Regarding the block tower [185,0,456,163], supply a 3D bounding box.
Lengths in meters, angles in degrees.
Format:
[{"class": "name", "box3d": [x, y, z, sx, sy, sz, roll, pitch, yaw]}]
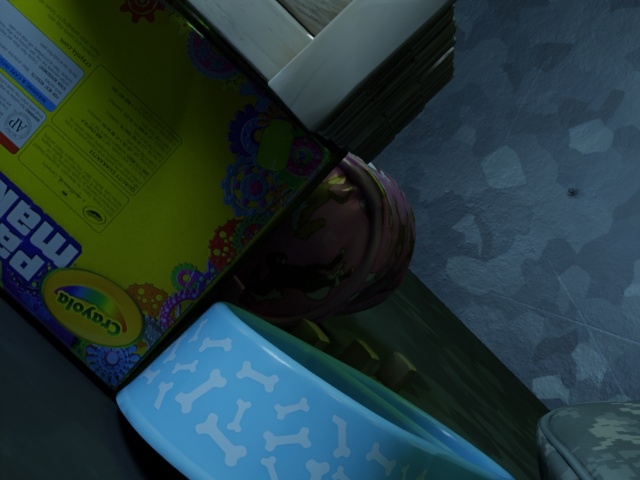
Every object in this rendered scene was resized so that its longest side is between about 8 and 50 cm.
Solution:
[{"class": "block tower", "box3d": [0.016, -0.112, 0.620, 0.097, 0.091, 0.335, 45, 5, 2]}]

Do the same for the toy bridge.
[{"class": "toy bridge", "box3d": [0.019, 0.110, 0.892, 0.026, 0.063, 0.188, 46, 10, 30]}]

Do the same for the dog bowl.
[{"class": "dog bowl", "box3d": [0.015, 0.120, 0.625, 0.166, 0.074, 0.297, 32, -2, 37]}]

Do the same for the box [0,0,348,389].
[{"class": "box", "box3d": [-0.147, -0.092, 0.689, 0.290, 0.177, 0.279, 43, 7, 0]}]

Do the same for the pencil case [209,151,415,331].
[{"class": "pencil case", "box3d": [0.000, 0.000, 1.020, 0.167, 0.160, 0.386, 13, 1, 10]}]

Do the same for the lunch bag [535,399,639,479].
[{"class": "lunch bag", "box3d": [0.222, 0.242, 0.547, 0.212, 0.256, 0.305, -1, 10, -4]}]
